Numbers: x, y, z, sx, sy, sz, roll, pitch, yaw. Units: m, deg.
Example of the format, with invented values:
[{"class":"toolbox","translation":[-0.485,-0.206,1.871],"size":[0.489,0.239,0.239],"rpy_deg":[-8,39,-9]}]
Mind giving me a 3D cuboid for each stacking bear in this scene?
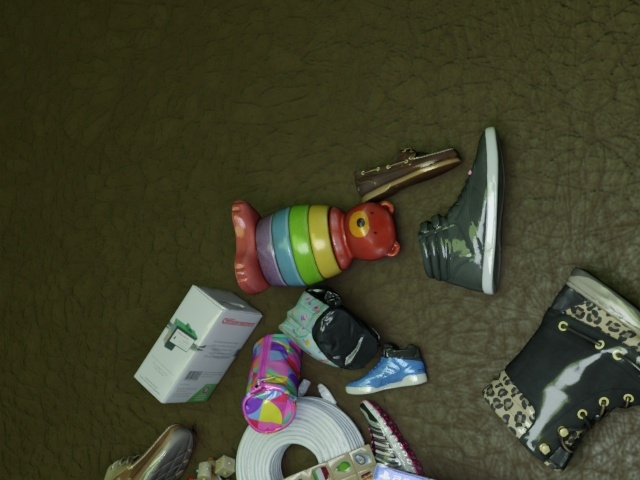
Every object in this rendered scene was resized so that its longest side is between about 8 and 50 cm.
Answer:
[{"class":"stacking bear","translation":[0.000,0.000,1.718],"size":[0.289,0.164,0.175],"rpy_deg":[-10,68,12]}]

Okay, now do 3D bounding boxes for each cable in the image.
[{"class":"cable","translation":[-0.033,0.419,1.708],"size":[0.257,0.089,0.257],"rpy_deg":[-48,67,11]}]

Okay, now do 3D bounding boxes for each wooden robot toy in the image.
[{"class":"wooden robot toy","translation":[-0.221,0.452,1.797],"size":[0.079,0.076,0.173],"rpy_deg":[-91,25,-45]}]

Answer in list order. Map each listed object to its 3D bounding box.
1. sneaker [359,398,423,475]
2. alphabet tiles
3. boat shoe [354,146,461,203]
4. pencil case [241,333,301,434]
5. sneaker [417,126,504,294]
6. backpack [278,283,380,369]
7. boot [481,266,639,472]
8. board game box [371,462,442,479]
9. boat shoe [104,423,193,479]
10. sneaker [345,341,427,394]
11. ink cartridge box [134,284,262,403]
[{"class":"sneaker","translation":[0.110,0.368,1.663],"size":[0.075,0.063,0.170],"rpy_deg":[-37,74,9]},{"class":"alphabet tiles","translation":[0.036,0.503,1.622],"size":[0.198,0.009,0.237],"rpy_deg":[-21,92,-6]},{"class":"boat shoe","translation":[0.156,-0.134,1.709],"size":[0.207,0.073,0.073],"rpy_deg":[-21,77,21]},{"class":"pencil case","translation":[-0.085,0.252,1.678],"size":[0.104,0.236,0.104],"rpy_deg":[0,109,1]},{"class":"sneaker","translation":[0.246,-0.057,1.637],"size":[0.147,0.104,0.296],"rpy_deg":[4,88,20]},{"class":"backpack","translation":[0.006,0.157,1.679],"size":[0.115,0.152,0.182],"rpy_deg":[-45,28,-11]},{"class":"boot","translation":[0.463,0.257,1.473],"size":[0.284,0.138,0.377],"rpy_deg":[-50,62,10]},{"class":"board game box","translation":[0.170,0.538,1.508],"size":[0.232,0.141,0.291],"rpy_deg":[14,76,11]},{"class":"boat shoe","translation":[-0.379,0.484,1.845],"size":[0.116,0.123,0.324],"rpy_deg":[41,99,26]},{"class":"sneaker","translation":[0.113,0.230,1.683],"size":[0.152,0.058,0.084],"rpy_deg":[-14,83,18]},{"class":"ink cartridge box","translation":[-0.233,0.202,1.794],"size":[0.092,0.160,0.219],"rpy_deg":[36,97,25]}]
